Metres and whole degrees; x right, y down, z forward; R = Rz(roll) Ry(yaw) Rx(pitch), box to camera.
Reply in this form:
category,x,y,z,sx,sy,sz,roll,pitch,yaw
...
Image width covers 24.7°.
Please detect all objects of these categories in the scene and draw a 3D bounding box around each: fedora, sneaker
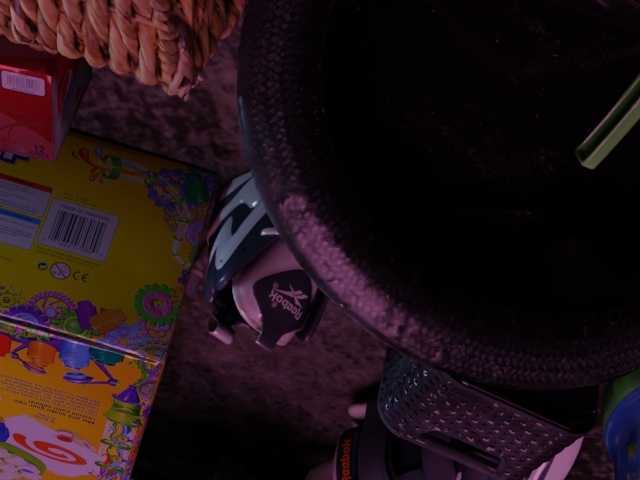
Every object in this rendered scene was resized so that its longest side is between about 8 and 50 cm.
category,x,y,z,sx,sy,sz,roll,pitch,yaw
fedora,0.091,-0.071,0.838,0.334,0.334,0.152,30,168,-19
sneaker,0.090,0.184,1.207,0.127,0.126,0.321,20,142,-17
sneaker,0.000,0.000,0.989,0.235,0.153,0.094,-22,131,36

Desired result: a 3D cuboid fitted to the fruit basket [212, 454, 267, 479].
category,x,y,z,sx,sy,sz,roll,pitch,yaw
fruit basket,-0.176,0.265,1.284,0.353,0.327,0.165,21,101,1

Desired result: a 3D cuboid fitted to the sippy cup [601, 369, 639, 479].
category,x,y,z,sx,sy,sz,roll,pitch,yaw
sippy cup,0.326,0.221,1.109,0.240,0.224,0.305,-25,127,37

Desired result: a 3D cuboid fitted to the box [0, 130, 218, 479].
category,x,y,z,sx,sy,sz,roll,pitch,yaw
box,-0.258,0.056,1.110,0.289,0.177,0.279,17,141,-6

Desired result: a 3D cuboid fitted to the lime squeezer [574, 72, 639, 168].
category,x,y,z,sx,sy,sz,roll,pitch,yaw
lime squeezer,0.189,-0.165,0.678,0.110,0.059,0.310,-19,132,-22

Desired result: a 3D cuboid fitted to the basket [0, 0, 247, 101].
category,x,y,z,sx,sy,sz,roll,pitch,yaw
basket,-0.132,-0.253,0.685,0.223,0.213,0.299,17,147,15

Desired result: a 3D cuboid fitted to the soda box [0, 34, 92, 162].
category,x,y,z,sx,sy,sz,roll,pitch,yaw
soda box,-0.286,-0.135,0.954,0.263,0.092,0.083,12,140,1

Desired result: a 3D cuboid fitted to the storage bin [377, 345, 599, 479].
category,x,y,z,sx,sy,sz,roll,pitch,yaw
storage bin,0.121,0.058,1.003,0.122,0.180,0.084,25,139,-15
